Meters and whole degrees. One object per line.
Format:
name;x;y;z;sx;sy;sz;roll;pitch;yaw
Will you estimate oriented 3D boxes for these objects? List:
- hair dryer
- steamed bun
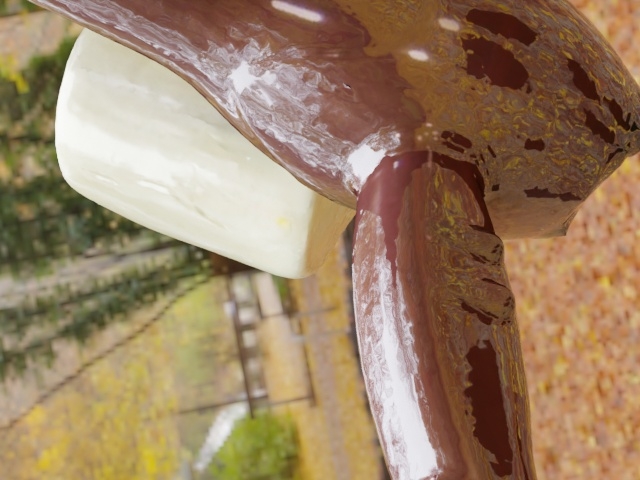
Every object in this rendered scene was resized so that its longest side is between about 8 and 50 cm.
hair dryer;0.000;0.000;0.527;0.123;0.312;0.340;-50;33;40
steamed bun;-0.053;-0.079;0.921;0.250;0.200;0.155;-56;-16;-63
